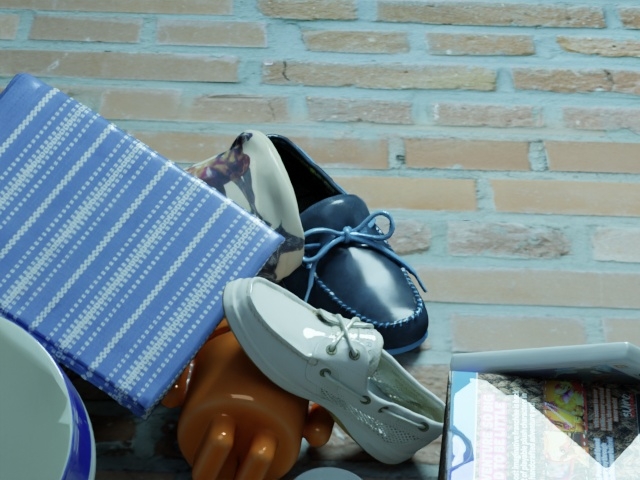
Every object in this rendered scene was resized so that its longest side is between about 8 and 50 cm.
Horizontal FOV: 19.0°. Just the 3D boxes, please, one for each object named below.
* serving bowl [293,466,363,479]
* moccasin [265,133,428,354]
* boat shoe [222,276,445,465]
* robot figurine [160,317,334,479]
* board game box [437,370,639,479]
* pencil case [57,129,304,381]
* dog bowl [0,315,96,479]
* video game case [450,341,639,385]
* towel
[{"bbox_3d":[0.008,0.261,1.880,0.083,0.027,0.083,1,38,-1],"label":"serving bowl"},{"bbox_3d":[0.000,0.000,2.150,0.137,0.117,0.342,-21,43,-28],"label":"moccasin"},{"bbox_3d":[0.023,0.113,1.888,0.096,0.277,0.098,-32,33,32],"label":"boat shoe"},{"bbox_3d":[-0.072,0.161,1.928,0.158,0.128,0.219,-11,35,15],"label":"robot figurine"},{"bbox_3d":[0.255,0.259,1.802,0.291,0.141,0.232,5,37,3],"label":"board game box"},{"bbox_3d":[-0.209,0.026,2.004,0.410,0.160,0.183,-25,56,-12],"label":"pencil case"},{"bbox_3d":[-0.348,0.199,1.786,0.264,0.104,0.265,-2,67,4],"label":"dog bowl"},{"bbox_3d":[0.261,0.137,1.899,0.201,0.183,0.023,-7,70,38],"label":"video game case"},{"bbox_3d":[-0.240,-0.001,1.912,0.336,0.040,0.243,33,67,10],"label":"towel"}]
